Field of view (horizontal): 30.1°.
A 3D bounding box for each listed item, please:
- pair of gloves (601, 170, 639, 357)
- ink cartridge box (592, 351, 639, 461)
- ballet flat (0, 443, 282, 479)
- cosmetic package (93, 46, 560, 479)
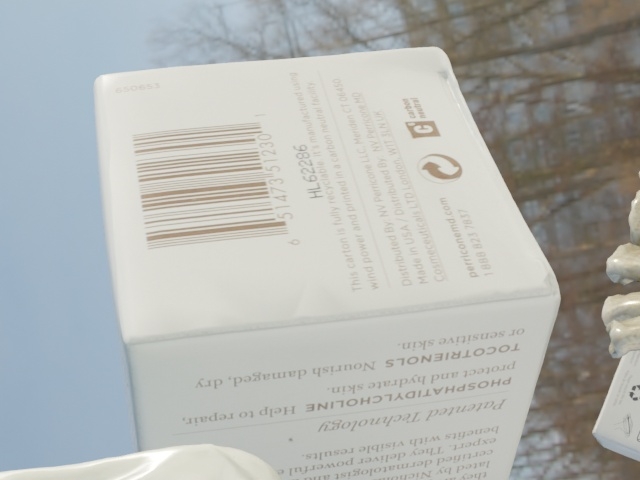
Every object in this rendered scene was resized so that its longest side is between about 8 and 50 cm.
[{"bbox_3d":[0.194,-0.020,0.356,0.240,0.204,0.042,-27,-77,-66],"label":"pair of gloves"},{"bbox_3d":[0.408,0.148,0.964,0.165,0.332,0.065,-64,-30,-11],"label":"ink cartridge box"},{"bbox_3d":[-0.205,0.194,0.611,0.139,0.400,0.139,171,90,-86],"label":"ballet flat"},{"bbox_3d":[-0.020,0.083,1.084,0.394,0.327,0.329,94,165,-45],"label":"cosmetic package"}]
